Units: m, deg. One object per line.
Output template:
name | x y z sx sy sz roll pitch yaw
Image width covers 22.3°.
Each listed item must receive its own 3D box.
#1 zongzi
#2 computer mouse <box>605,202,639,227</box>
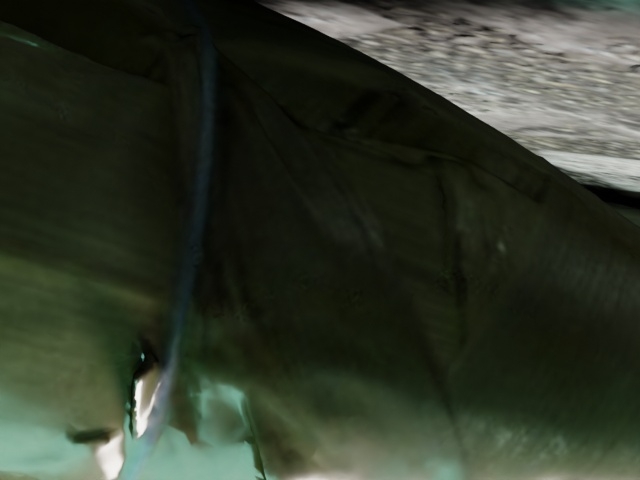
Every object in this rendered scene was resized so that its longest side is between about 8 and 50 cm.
zongzi | -0.040 0.012 0.570 0.392 0.174 0.356 14 178 -11
computer mouse | 0.213 0.101 0.853 0.428 0.228 0.145 12 178 30
